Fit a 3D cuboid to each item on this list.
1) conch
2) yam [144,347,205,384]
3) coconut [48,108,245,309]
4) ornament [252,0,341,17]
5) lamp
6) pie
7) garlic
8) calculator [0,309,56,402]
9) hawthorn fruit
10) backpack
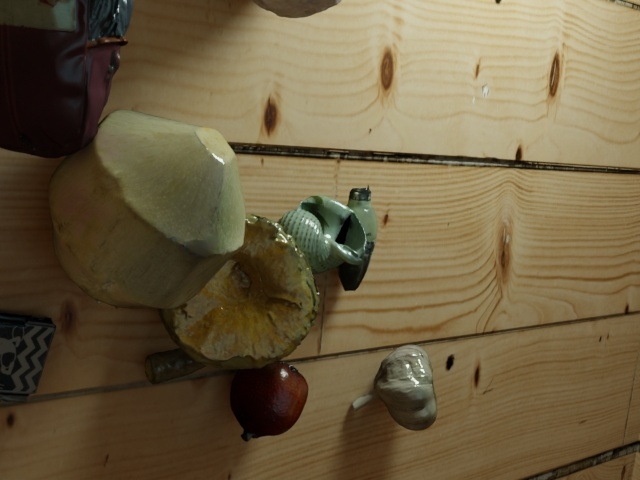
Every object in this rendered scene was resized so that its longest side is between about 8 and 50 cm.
[{"bbox_3d":[-0.007,0.005,1.772,0.200,0.131,0.172,37,44,-2],"label":"conch"},{"bbox_3d":[-0.225,0.231,1.702,0.299,0.066,0.066,-13,109,-36],"label":"yam"},{"bbox_3d":[-0.291,-0.062,1.424,0.352,0.352,0.353,-11,108,-37],"label":"coconut"},{"bbox_3d":[-0.048,-0.538,1.530,0.259,0.259,0.225,-25,129,-32],"label":"ornament"},{"bbox_3d":[0.080,-0.001,1.867,0.101,0.101,0.250,-7,108,-38],"label":"lamp"},{"bbox_3d":[-0.164,0.106,1.638,0.339,0.083,0.340,0,91,-15],"label":"pie"},{"bbox_3d":[0.179,0.369,2.016,0.211,0.219,0.219,-12,113,4],"label":"garlic"},{"bbox_3d":[-0.605,0.194,1.411,0.274,0.028,0.166,15,94,-38],"label":"calculator"},{"bbox_3d":[-0.120,0.343,1.760,0.169,0.169,0.188,42,78,-37],"label":"hawthorn fruit"},{"bbox_3d":[-0.434,-0.290,1.285,0.197,0.283,0.318,-44,139,-66],"label":"backpack"}]
